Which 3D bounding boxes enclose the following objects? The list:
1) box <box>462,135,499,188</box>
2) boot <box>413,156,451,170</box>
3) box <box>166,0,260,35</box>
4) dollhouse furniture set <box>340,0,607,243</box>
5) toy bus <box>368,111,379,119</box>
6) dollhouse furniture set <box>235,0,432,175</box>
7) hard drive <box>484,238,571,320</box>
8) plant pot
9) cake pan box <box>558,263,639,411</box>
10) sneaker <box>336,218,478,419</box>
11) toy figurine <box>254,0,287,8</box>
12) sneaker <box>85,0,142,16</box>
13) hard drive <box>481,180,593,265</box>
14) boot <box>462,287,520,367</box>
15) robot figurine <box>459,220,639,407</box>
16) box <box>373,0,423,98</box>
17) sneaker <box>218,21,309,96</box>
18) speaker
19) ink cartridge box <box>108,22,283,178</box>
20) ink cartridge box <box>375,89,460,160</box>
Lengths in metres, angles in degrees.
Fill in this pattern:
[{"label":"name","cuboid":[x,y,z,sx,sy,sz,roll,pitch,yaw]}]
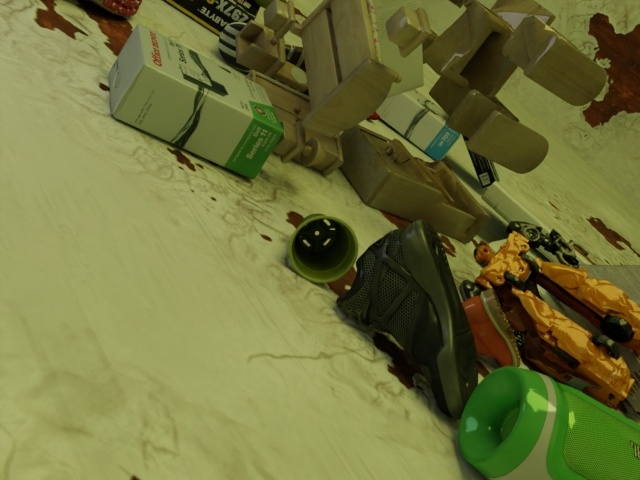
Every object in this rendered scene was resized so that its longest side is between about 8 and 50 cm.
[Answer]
[{"label":"box","cuboid":[0.348,-0.221,1.874,0.207,0.036,0.114,69,17,-1]},{"label":"boot","cuboid":[0.238,-0.119,1.656,0.106,0.037,0.114,7,31,-28]},{"label":"box","cuboid":[-0.245,-0.533,1.719,0.257,0.079,0.322,32,22,-15]},{"label":"dollhouse furniture set","cuboid":[0.246,-0.219,1.389,0.256,0.394,0.362,18,28,-39]},{"label":"toy bus","cuboid":[0.056,-0.358,1.776,0.191,0.104,0.202,24,24,-27]},{"label":"dollhouse furniture set","cuboid":[0.048,-0.269,1.215,0.174,0.355,0.303,20,49,-35]},{"label":"hard drive","cuboid":[0.435,0.117,1.470,0.318,0.040,0.210,45,23,19]},{"label":"plant pot","cuboid":[0.000,0.000,1.023,0.083,0.083,0.079,31,11,-13]},{"label":"cake pan box","cuboid":[0.534,0.146,1.372,0.245,0.070,0.267,2,46,-37]},{"label":"sneaker","cuboid":[0.101,0.102,0.966,0.087,0.130,0.227,2,68,-62]},{"label":"toy figurine","cuboid":[-0.218,-0.584,1.601,0.191,0.217,0.362,41,-26,51]},{"label":"sneaker","cuboid":[-0.385,-0.437,1.280,0.112,0.121,0.299,14,-1,33]},{"label":"hard drive","cuboid":[0.463,0.019,1.626,0.353,0.047,0.233,42,11,9]},{"label":"boot","cuboid":[0.210,0.127,1.095,0.158,0.084,0.059,54,16,-43]},{"label":"robot figurine","cuboid":[0.345,0.102,1.230,0.291,0.085,0.211,37,63,15]},{"label":"box","cuboid":[0.082,-0.319,1.281,0.091,0.170,0.130,-22,33,-24]},{"label":"sneaker","cuboid":[-0.056,-0.340,1.579,0.281,0.106,0.162,29,20,-16]},{"label":"speaker","cuboid":[0.297,0.246,0.893,0.296,0.131,0.131,30,23,-16]},{"label":"ink cartridge box","cuboid":[-0.169,-0.187,1.121,0.208,0.087,0.153,23,25,-29]},{"label":"ink cartridge box","cuboid":[0.219,-0.275,1.883,0.190,0.082,0.139,38,22,-4]}]
